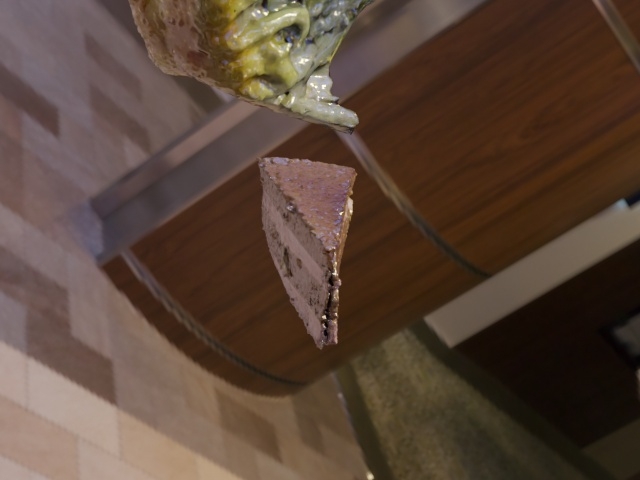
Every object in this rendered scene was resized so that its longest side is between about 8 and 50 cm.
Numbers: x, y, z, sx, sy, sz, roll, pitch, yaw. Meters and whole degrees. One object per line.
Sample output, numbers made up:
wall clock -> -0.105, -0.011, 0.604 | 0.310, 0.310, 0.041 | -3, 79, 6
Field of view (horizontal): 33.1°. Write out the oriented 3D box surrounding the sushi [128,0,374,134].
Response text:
sushi -> -0.046, -0.208, 0.748 | 0.139, 0.274, 0.184 | 27, 40, 37

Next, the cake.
cake -> 0.000, 0.000, 1.148 | 0.295, 0.113, 0.115 | -107, -163, -63
